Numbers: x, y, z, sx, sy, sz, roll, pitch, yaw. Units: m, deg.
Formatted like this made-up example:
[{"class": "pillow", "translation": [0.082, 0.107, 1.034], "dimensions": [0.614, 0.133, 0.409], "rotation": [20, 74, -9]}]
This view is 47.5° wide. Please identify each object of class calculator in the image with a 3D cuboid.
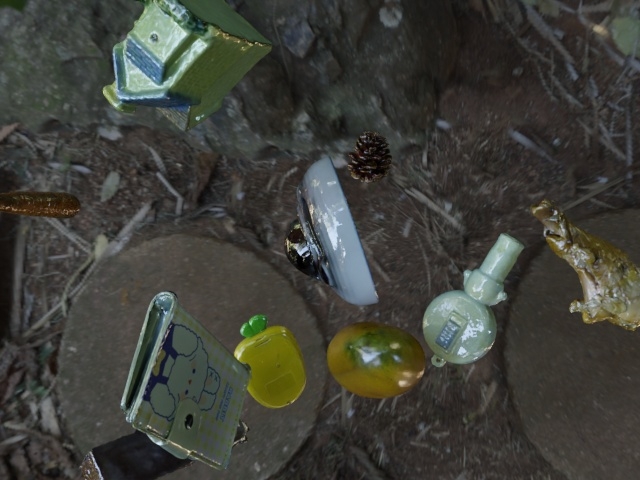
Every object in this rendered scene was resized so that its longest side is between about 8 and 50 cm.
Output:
[{"class": "calculator", "translation": [-0.111, 0.270, 1.614], "dimensions": [0.146, 0.032, 0.235], "rotation": [-27, 115, -12]}]

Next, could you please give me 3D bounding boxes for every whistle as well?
[{"class": "whistle", "translation": [0.260, 0.107, 1.237], "dimensions": [0.126, 0.067, 0.258], "rotation": [34, 98, 25]}]

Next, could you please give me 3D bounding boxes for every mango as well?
[{"class": "mango", "translation": [0.094, 0.192, 1.171], "dimensions": [0.151, 0.221, 0.120], "rotation": [15, 76, -14]}]

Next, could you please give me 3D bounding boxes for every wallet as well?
[{"class": "wallet", "translation": [-0.227, 0.254, 1.255], "dimensions": [0.077, 0.309, 0.223], "rotation": [6, 62, 24]}]

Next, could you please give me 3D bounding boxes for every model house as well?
[{"class": "model house", "translation": [-0.215, -0.266, 1.018], "dimensions": [0.195, 0.214, 0.189], "rotation": [41, 109, 8]}]

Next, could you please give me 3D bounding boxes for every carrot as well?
[{"class": "carrot", "translation": [-0.464, -0.061, 1.165], "dimensions": [0.047, 0.191, 0.047], "rotation": [-1, 87, 28]}]

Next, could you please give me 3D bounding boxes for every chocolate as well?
[{"class": "chocolate", "translation": [-0.300, 0.411, 1.422], "dimensions": [0.112, 0.321, 0.112], "rotation": [-43, 69, 44]}]

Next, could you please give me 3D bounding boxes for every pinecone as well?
[{"class": "pinecone", "translation": [0.108, -0.184, 1.584], "dimensions": [0.102, 0.102, 0.109], "rotation": [11, 107, 10]}]

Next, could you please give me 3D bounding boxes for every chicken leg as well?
[{"class": "chicken leg", "translation": [0.338, 0.035, 0.925], "dimensions": [0.101, 0.085, 0.207], "rotation": [-44, 87, -2]}]

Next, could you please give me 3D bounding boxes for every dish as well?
[{"class": "dish", "translation": [0.000, 0.000, 1.286], "dimensions": [0.133, 0.273, 0.273], "rotation": [-19, 86, 0]}]
